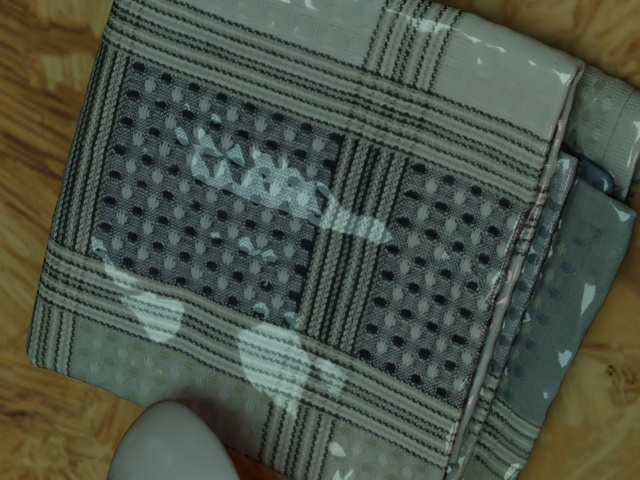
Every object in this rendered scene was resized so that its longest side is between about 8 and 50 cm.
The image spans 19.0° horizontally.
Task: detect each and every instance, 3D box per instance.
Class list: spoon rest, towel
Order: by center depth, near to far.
[{"bbox_3d":[0.000,0.000,1.076,0.324,0.056,0.312,23,111,13],"label":"towel"},{"bbox_3d":[-0.087,0.219,1.139,0.137,0.084,0.276,42,130,42],"label":"spoon rest"}]
